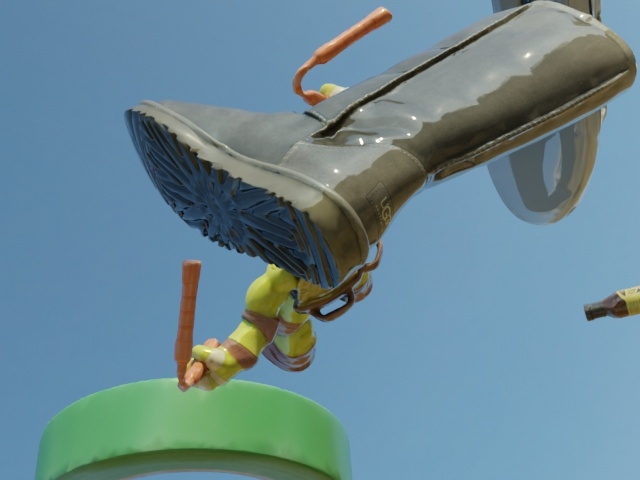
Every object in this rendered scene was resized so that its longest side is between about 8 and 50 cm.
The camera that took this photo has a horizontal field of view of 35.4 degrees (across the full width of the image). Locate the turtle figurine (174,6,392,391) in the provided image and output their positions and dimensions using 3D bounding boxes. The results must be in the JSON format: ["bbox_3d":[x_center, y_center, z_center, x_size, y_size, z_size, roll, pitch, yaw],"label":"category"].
[{"bbox_3d":[0.000,0.000,0.658,0.217,0.087,0.269,82,-149,-69],"label":"turtle figurine"}]

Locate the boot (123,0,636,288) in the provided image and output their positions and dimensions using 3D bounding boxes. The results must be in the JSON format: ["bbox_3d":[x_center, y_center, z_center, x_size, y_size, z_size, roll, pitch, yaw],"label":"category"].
[{"bbox_3d":[0.028,-0.070,0.521,0.208,0.189,0.076,-40,-41,-25],"label":"boot"}]

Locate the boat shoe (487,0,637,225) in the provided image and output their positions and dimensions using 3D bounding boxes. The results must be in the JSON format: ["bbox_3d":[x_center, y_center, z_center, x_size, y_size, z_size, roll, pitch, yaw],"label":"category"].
[{"bbox_3d":[0.256,-0.205,1.074,0.156,0.136,0.367,-30,-60,-41],"label":"boat shoe"}]

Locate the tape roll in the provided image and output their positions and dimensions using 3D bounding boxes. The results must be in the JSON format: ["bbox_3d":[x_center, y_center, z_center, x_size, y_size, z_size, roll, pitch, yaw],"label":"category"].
[{"bbox_3d":[-0.128,0.249,1.028,0.321,0.321,0.077,40,-143,-42],"label":"tape roll"}]

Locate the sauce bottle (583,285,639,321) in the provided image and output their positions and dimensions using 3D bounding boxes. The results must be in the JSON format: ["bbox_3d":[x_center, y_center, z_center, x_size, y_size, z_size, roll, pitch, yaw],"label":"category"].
[{"bbox_3d":[0.447,0.090,1.451,0.128,0.042,0.042,-16,-51,15],"label":"sauce bottle"}]
